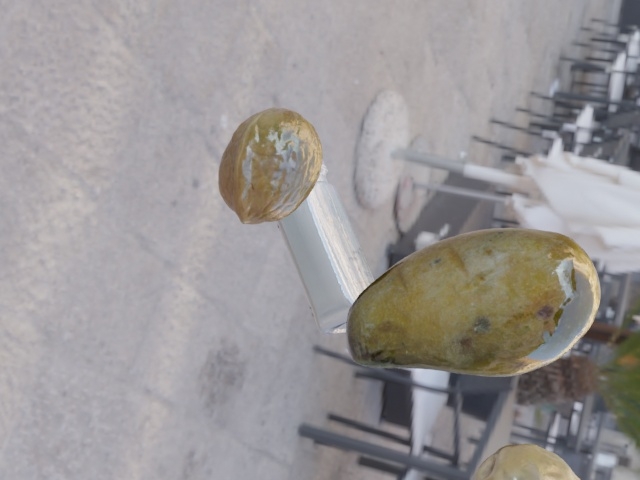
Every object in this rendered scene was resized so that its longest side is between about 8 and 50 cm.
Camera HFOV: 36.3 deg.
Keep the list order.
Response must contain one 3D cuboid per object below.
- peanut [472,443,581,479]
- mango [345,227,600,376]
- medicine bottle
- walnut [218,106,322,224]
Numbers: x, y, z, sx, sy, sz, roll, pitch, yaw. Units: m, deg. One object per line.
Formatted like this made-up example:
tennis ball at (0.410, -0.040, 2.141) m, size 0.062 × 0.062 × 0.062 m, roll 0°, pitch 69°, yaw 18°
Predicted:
peanut at (0.177, 0.271, 0.685) m, size 0.117 × 0.101 × 0.263 m, roll 6°, pitch 56°, yaw -32°
mango at (0.193, 0.084, 1.261) m, size 0.175 × 0.330 × 0.176 m, roll 65°, pitch 34°, yaw -23°
medicine bottle at (0.000, 0.000, 1.573) m, size 0.296 × 0.111 × 0.161 m, roll 69°, pitch 17°, yaw 12°
walnut at (-0.052, -0.073, 0.976) m, size 0.124 × 0.105 × 0.105 m, roll -70°, pitch 158°, yaw -13°
